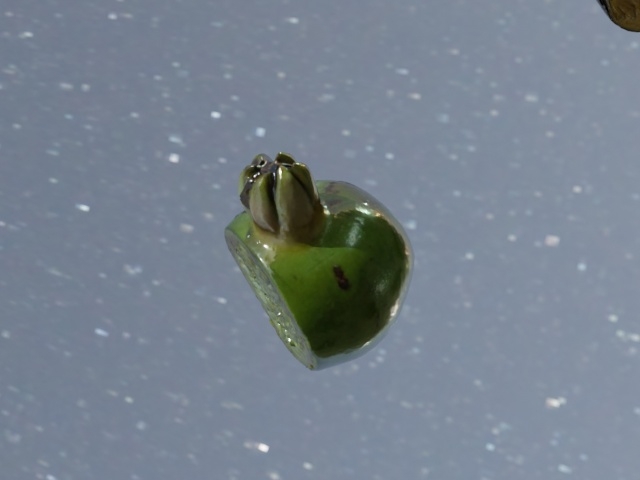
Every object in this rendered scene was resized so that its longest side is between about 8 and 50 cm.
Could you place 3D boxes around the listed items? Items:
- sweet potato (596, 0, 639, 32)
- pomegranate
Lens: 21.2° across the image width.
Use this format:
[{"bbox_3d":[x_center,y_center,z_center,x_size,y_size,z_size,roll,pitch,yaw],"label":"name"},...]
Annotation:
[{"bbox_3d":[0.241,-0.322,1.569,0.112,0.085,0.286,-30,-95,-39],"label":"sweet potato"},{"bbox_3d":[-0.002,0.001,1.718,0.159,0.190,0.241,-34,-75,-9],"label":"pomegranate"}]
